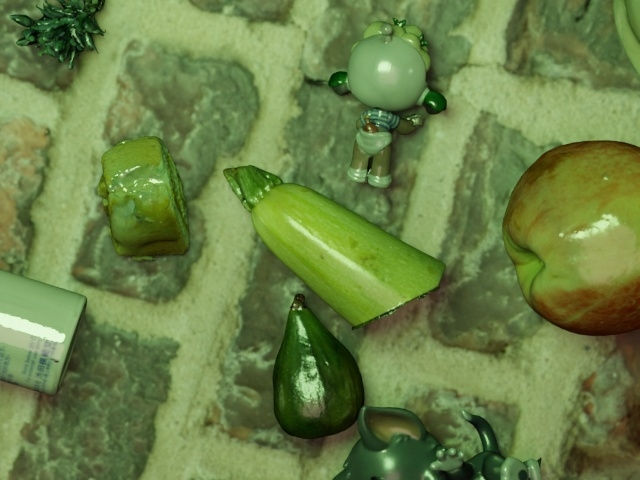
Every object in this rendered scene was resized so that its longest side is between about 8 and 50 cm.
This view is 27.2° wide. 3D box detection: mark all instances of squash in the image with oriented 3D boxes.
[{"bbox_3d":[-0.004,0.010,1.577,0.287,0.137,0.137,31,102,-6],"label":"squash"}]

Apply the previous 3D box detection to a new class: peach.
[{"bbox_3d":[0.346,-0.010,1.532,0.256,0.232,0.232,-20,105,-7],"label":"peach"}]

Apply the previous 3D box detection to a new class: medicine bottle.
[{"bbox_3d":[-0.461,0.077,1.583,0.340,0.130,0.130,17,104,-6],"label":"medicine bottle"}]

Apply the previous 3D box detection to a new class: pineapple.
[{"bbox_3d":[-0.268,-0.305,1.504,0.083,0.103,0.221,35,105,25],"label":"pineapple"}]

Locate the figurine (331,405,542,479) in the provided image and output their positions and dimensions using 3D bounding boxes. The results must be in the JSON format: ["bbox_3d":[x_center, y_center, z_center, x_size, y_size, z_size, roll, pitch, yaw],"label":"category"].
[{"bbox_3d":[0.154,0.278,1.646,0.265,0.140,0.193,-13,144,-16],"label":"figurine"}]

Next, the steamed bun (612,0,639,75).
[{"bbox_3d":[0.475,-0.283,1.445,0.367,0.255,0.343,-17,87,-26],"label":"steamed bun"}]

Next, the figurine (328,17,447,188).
[{"bbox_3d":[0.076,-0.163,1.553,0.147,0.093,0.197,14,114,18],"label":"figurine"}]

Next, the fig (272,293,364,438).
[{"bbox_3d":[-0.011,0.153,1.632,0.117,0.117,0.178,-14,86,3],"label":"fig"}]

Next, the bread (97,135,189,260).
[{"bbox_3d":[-0.209,-0.038,1.571,0.103,0.110,0.156,-15,106,-3],"label":"bread"}]
